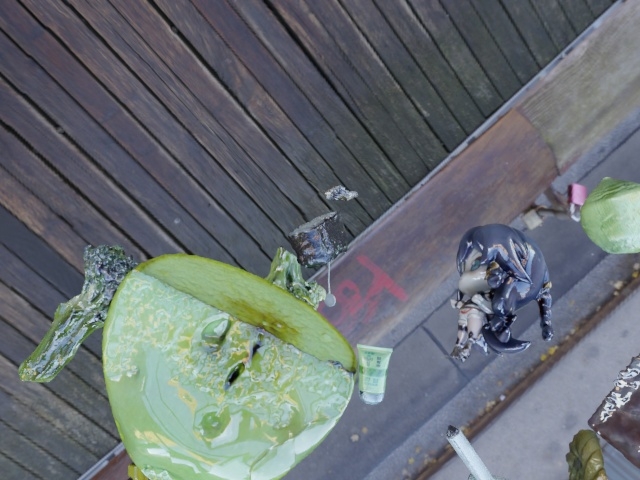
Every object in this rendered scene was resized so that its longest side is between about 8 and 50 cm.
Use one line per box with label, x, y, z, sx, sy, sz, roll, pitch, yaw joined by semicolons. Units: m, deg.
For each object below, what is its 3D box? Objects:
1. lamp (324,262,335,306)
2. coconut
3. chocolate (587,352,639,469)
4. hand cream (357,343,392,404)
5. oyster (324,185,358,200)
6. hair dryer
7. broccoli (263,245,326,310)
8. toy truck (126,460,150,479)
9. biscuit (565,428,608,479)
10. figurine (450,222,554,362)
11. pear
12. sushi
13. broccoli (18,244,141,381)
lamp;0.023;0.145;1.726;0.056;0.050;0.198;-17;109;-51
coconut;0.354;-0.030;0.572;0.088;0.088;0.096;-9;74;-12
chocolate;0.497;0.167;0.646;0.112;0.112;0.321;-13;129;-32
hand cream;0.141;0.364;1.311;0.095;0.046;0.175;6;111;12
oyster;0.042;-0.098;1.059;0.083;0.054;0.019;12;63;-39
hair dryer;0.351;0.492;1.054;0.073;0.131;0.236;-40;102;-36
broccoli;-0.110;0.147;1.530;0.288;0.248;0.245;19;91;24
toy truck;-0.366;0.477;1.207;0.181;0.254;0.405;9;73;-43
biscuit;0.404;0.404;0.732;0.036;0.273;0.187;7;132;20
figurine;0.326;0.098;0.896;0.197;0.175;0.265;15;74;-29
pear;-0.153;0.214;0.722;0.342;0.238;0.318;27;98;0
sushi;0.000;0.000;1.403;0.124;0.225;0.127;-17;100;27
broccoli;-0.442;0.151;0.897;0.165;0.145;0.304;43;95;-4
